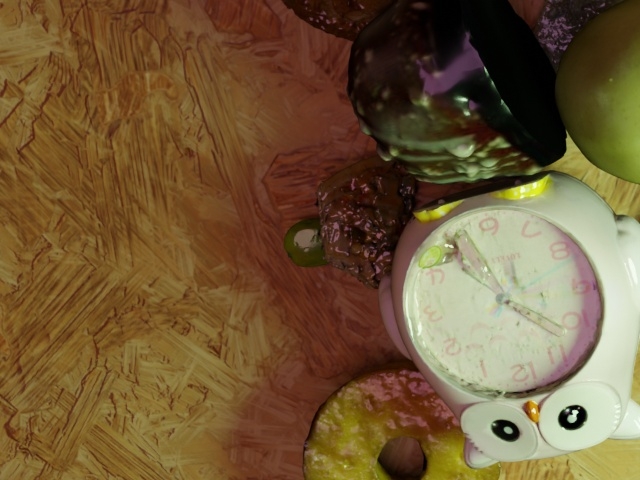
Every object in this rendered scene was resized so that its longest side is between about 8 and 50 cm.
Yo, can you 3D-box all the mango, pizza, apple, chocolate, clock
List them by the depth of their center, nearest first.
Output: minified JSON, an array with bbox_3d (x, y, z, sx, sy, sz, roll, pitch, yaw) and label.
[{"bbox_3d":[0.427,-0.183,1.625,0.262,0.262,0.262,4,109,13],"label":"apple"},{"bbox_3d":[0.156,-0.180,1.631,0.210,0.340,0.225,-19,69,26],"label":"chocolate"},{"bbox_3d":[0.273,0.101,1.766,0.368,0.250,0.377,-14,97,18],"label":"clock"},{"bbox_3d":[0.072,-0.009,1.858,0.147,0.069,0.226,-7,103,-14],"label":"pizza"},{"bbox_3d":[0.000,0.000,1.907,0.108,0.056,0.073,-18,106,11],"label":"mango"}]

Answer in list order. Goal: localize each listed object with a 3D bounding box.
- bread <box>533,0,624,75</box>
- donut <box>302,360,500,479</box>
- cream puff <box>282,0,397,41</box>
[{"bbox_3d":[0.345,-0.292,1.733,0.112,0.036,0.193,21,112,6],"label":"bread"},{"bbox_3d":[0.123,0.313,1.950,0.302,0.110,0.303,4,107,11],"label":"donut"},{"bbox_3d":[0.063,-0.388,1.683,0.303,0.212,0.303,6,112,16],"label":"cream puff"}]
